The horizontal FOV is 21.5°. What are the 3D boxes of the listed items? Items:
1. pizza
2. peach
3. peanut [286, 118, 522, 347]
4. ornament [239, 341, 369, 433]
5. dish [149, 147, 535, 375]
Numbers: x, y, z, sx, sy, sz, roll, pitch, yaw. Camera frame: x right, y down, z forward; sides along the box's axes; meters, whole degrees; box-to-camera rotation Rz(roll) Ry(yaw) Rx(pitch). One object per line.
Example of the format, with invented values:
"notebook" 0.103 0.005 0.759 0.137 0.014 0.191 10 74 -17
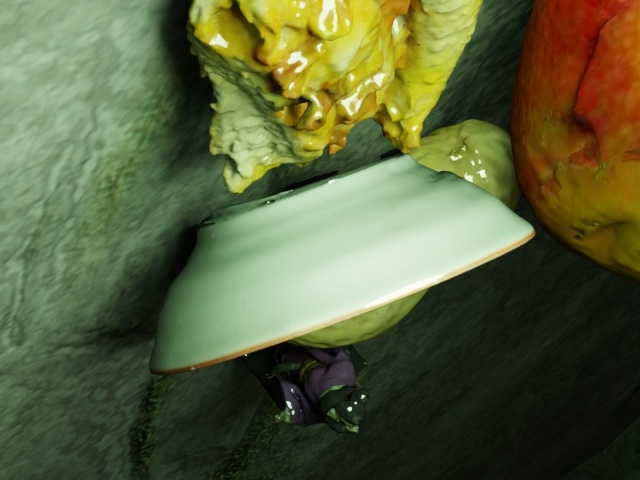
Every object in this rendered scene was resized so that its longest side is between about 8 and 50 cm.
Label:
"pizza" 0.012 -0.111 0.890 0.182 0.074 0.365 -45 164 -12
"peach" 0.284 -0.113 1.073 0.373 0.289 0.372 -14 -173 2
"peanut" 0.055 0.000 1.248 0.229 0.103 0.098 -44 -154 17
"ornament" -0.007 0.114 1.310 0.081 0.088 0.203 -38 -168 1
"dish" 0.000 0.000 1.071 0.260 0.085 0.260 -20 -177 1
